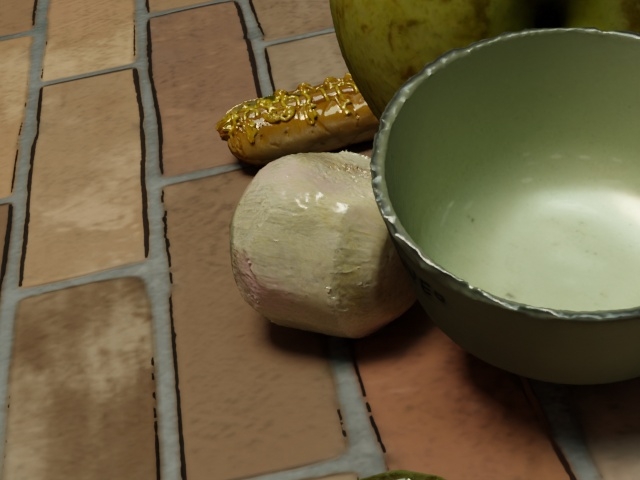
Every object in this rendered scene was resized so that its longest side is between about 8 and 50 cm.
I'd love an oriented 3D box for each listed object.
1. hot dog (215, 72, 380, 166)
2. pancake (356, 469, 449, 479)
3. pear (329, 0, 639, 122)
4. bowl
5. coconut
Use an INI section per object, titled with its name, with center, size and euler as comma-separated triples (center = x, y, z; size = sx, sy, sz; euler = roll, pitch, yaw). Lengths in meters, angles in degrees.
[hot dog]
center = 0.004, -0.093, 1.146
size = 0.165, 0.045, 0.071
euler = -14, 29, -8
[pancake]
center = 0.030, 0.140, 0.717
size = 0.108, 0.017, 0.108
euler = -7, 30, 4
[pear]
center = 0.143, -0.163, 0.997
size = 0.283, 0.284, 0.283
euler = -9, 27, 5
[bowl]
center = 0.133, -0.007, 0.823
size = 0.211, 0.112, 0.211
euler = -4, 48, 4
[coconut]
center = 0.000, 0.000, 0.904
size = 0.124, 0.110, 0.110
euler = 15, 36, 30
